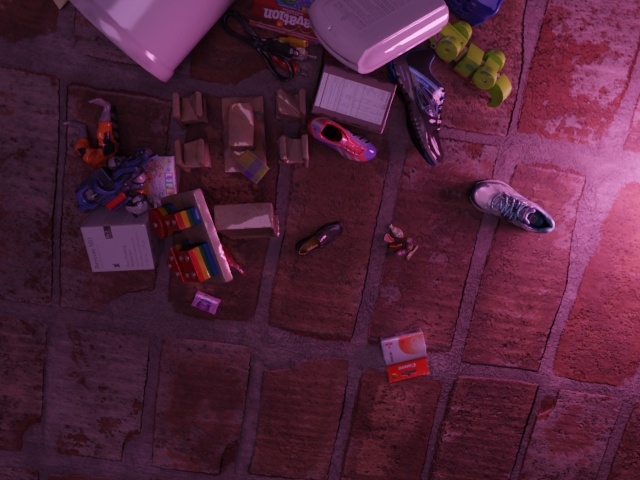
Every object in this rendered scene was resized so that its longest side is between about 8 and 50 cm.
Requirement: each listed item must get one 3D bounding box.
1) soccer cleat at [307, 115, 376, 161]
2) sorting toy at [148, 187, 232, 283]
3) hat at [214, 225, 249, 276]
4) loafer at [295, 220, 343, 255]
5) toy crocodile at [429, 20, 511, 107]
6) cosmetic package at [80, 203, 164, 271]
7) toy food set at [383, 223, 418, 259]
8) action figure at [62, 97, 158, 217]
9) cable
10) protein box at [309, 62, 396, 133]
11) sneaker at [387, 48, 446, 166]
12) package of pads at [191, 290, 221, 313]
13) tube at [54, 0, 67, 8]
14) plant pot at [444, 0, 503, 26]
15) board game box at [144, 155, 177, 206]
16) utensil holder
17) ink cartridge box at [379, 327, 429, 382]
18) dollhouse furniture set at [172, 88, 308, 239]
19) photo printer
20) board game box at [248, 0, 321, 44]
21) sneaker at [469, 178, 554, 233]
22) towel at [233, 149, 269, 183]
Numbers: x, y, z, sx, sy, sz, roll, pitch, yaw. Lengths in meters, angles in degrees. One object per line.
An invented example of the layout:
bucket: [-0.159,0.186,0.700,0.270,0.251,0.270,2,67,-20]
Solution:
soccer cleat: [0.072,-0.286,1.573,0.248,0.095,0.083,24,103,-32]
sorting toy: [-0.374,0.003,1.493,0.089,0.255,0.257,-25,103,-33]
hat: [-0.312,-0.010,1.679,0.183,0.173,0.208,-5,132,-35]
loafer: [0.000,0.000,1.693,0.170,0.061,0.062,-34,103,6]
toy crocodile: [0.418,-0.522,1.557,0.340,0.105,0.115,36,59,-11]
cosmetic package: [-0.577,-0.010,1.602,0.183,0.151,0.151,-4,118,-2]
toy food set: [0.250,0.010,1.731,0.122,0.019,0.078,34,101,-11]
action figure: [-0.554,-0.227,1.517,0.341,0.178,0.330,-18,99,29]
cable: [-0.156,-0.552,1.552,0.287,0.072,0.139,23,111,4]
protein box: [0.084,-0.399,1.517,0.201,0.200,0.136,15,105,-7]
sneaker: [0.311,-0.383,1.573,0.139,0.125,0.341,-21,106,1]
package of pads: [-0.367,0.199,1.744,0.083,0.032,0.050,23,102,-9]
tube: [-0.644,-0.736,1.467,0.240,0.062,0.070,-31,61,11]
plant pot: [0.398,-0.733,1.432,0.212,0.236,0.236,26,103,-3]
board game box: [-0.489,-0.178,1.638,0.103,0.026,0.154,-1,105,-3]
utensil holder: [-0.388,-0.655,1.365,0.385,0.327,0.327,-45,103,6]
ink cartridge box: [0.285,0.393,1.826,0.145,0.045,0.179,-14,103,1]
dollhouse furniture set: [-0.216,-0.213,1.582,0.362,0.256,0.394,-3,84,-3]
photo printer: [0.140,-0.587,1.431,0.307,0.107,0.256,-33,67,-10]
board game box: [-0.046,-0.633,1.511,0.281,0.027,0.145,13,83,-6]
sneaker: [0.595,-0.104,1.664,0.283,0.122,0.110,21,103,-8]
towel: [-0.185,-0.197,1.448,0.083,0.009,0.060,39,83,1]
